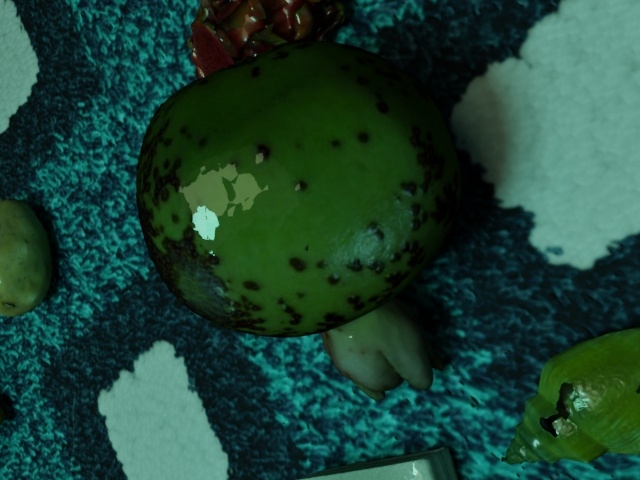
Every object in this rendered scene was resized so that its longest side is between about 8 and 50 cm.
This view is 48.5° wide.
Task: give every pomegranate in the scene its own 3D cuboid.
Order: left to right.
[{"bbox_3d":[0.000,0.000,0.631,0.285,0.285,0.340,-12,110,36],"label":"pomegranate"}]

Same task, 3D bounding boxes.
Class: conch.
[{"bbox_3d":[0.230,0.122,0.558,0.201,0.079,0.094,-27,95,26],"label":"conch"}]

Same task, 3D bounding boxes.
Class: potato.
[{"bbox_3d":[-0.448,0.020,1.033,0.109,0.118,0.178,-20,62,1],"label":"potato"}]

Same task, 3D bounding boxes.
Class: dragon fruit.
[{"bbox_3d":[-0.057,-0.211,0.726,0.208,0.150,0.133,-39,98,24],"label":"dragon fruit"}]

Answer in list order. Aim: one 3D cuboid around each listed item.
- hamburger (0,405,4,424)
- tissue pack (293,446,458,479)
[{"bbox_3d":[-0.640,0.271,1.102,0.237,0.276,0.276,-28,75,21],"label":"hamburger"},{"bbox_3d":[0.088,0.372,0.669,0.170,0.071,0.325,-21,79,33],"label":"tissue pack"}]
